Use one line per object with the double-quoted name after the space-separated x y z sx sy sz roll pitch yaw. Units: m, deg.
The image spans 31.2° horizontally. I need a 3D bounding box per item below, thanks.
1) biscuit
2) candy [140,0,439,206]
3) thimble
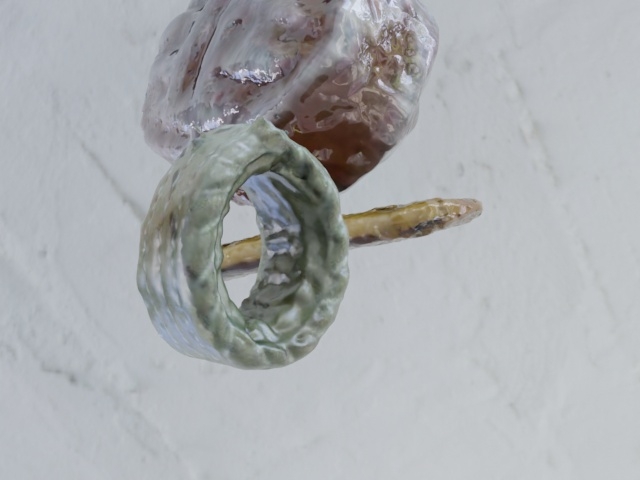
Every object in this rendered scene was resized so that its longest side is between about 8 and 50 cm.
0.000 0.000 0.839 0.247 0.118 0.029 -13 -91 26 "biscuit"
-0.029 -0.130 0.907 0.157 0.289 0.214 38 -104 -29 "candy"
-0.035 0.001 0.510 0.084 0.062 0.110 -5 -87 -35 "thimble"
